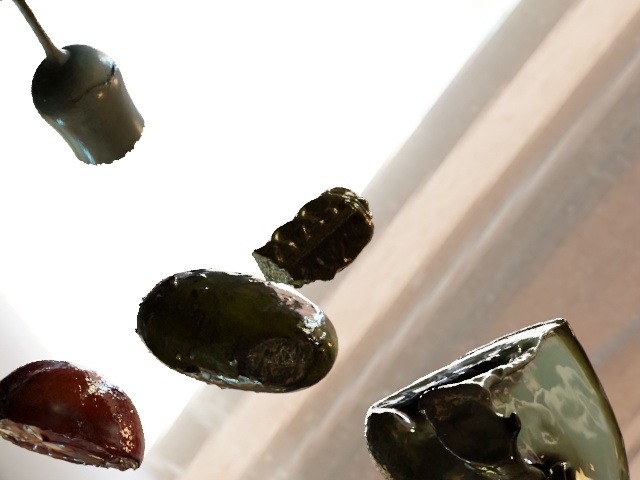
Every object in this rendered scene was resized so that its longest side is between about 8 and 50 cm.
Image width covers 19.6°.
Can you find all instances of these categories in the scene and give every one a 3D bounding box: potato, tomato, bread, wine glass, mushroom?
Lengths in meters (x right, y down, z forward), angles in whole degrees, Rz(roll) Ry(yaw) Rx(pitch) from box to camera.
[{"bbox_3d":[-0.084,0.090,1.878,0.149,0.113,0.251,-16,-163,-42],"label":"potato"},{"bbox_3d":[-0.268,0.184,2.005,0.189,0.173,0.099,-14,-123,63],"label":"tomato"},{"bbox_3d":[0.000,0.000,1.613,0.110,0.066,0.060,-41,173,-20],"label":"bread"},{"bbox_3d":[-0.216,-0.149,1.522,0.079,0.195,0.079,-15,-136,15],"label":"wine glass"},{"bbox_3d":[0.169,0.219,1.755,0.212,0.217,0.292,-21,180,16],"label":"mushroom"}]
